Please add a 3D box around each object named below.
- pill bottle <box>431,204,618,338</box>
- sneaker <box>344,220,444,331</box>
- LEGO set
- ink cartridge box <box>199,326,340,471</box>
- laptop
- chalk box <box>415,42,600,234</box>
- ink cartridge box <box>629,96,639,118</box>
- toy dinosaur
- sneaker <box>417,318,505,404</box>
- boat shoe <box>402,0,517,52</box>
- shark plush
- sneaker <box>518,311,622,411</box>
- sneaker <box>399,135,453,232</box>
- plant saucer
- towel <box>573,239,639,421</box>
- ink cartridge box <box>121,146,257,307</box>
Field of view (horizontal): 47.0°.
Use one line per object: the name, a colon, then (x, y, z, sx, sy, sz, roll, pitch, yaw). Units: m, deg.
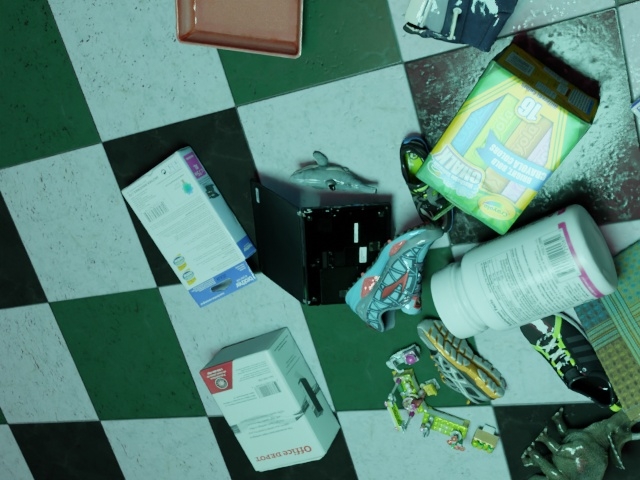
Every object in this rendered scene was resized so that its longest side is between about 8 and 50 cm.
pill bottle: (0.346, 0.063, 1.275, 0.283, 0.160, 0.160, -26, 100, 31)
sneaker: (0.159, 0.071, 1.344, 0.125, 0.104, 0.262, 52, 132, 19)
LEGO set: (0.224, 0.357, 1.489, 0.287, 0.107, 0.132, 48, 122, -2)
ink cartridge box: (-0.109, 0.355, 1.631, 0.197, 0.114, 0.272, -21, 101, 29)
laptop: (0.000, 0.000, 1.463, 0.265, 0.136, 0.234, -4, 125, -1)
chalk box: (0.287, -0.141, 1.203, 0.179, 0.180, 0.289, 35, 123, 6)
ink cartridge box: (0.625, -0.191, 1.095, 0.223, 0.045, 0.224, -44, 72, 32)
toy dinosaur: (0.477, 0.430, 1.404, 0.160, 0.121, 0.313, 38, 118, 20)
sneaker: (0.261, 0.244, 1.440, 0.215, 0.084, 0.083, 46, 127, -2)
boat shoe: (0.257, -0.455, 1.123, 0.158, 0.127, 0.340, 24, 127, 5)
shark plush: (0.026, -0.104, 1.397, 0.161, 0.067, 0.073, 26, 120, 12)
sneaker: (0.457, 0.214, 1.329, 0.235, 0.097, 0.084, 39, 121, 4)
sneaker: (0.183, -0.093, 1.326, 0.067, 0.078, 0.188, -15, 108, 27)
plant saucer: (-0.140, -0.474, 1.321, 0.259, 0.048, 0.258, 12, 116, 19)
towel: (0.594, 0.093, 1.165, 0.370, 0.040, 0.271, -41, 50, 33)
ink cartridge box: (-0.268, -0.022, 1.566, 0.186, 0.065, 0.311, -27, 97, 31)
